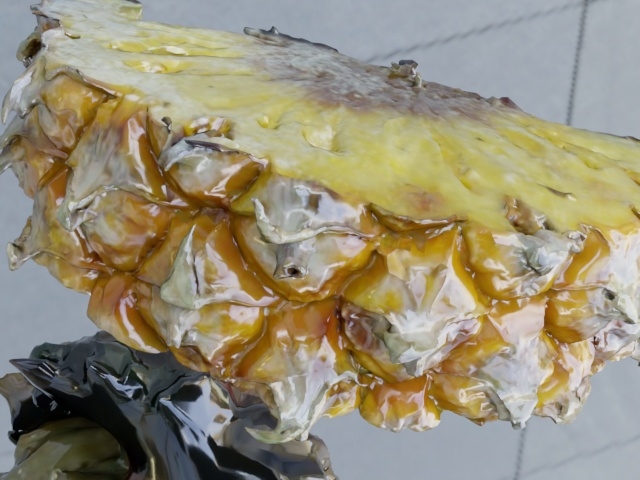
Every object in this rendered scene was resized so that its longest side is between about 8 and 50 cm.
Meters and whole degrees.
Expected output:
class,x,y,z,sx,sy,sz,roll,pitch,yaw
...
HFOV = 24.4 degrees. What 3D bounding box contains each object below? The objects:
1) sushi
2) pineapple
class,x,y,z,sx,sy,sz,roll,pitch,yaw
sushi,-0.077,0.155,0.661,0.238,0.225,0.218,32,86,-25
pineapple,0.000,-0.001,0.425,0.233,0.135,0.079,17,115,5
